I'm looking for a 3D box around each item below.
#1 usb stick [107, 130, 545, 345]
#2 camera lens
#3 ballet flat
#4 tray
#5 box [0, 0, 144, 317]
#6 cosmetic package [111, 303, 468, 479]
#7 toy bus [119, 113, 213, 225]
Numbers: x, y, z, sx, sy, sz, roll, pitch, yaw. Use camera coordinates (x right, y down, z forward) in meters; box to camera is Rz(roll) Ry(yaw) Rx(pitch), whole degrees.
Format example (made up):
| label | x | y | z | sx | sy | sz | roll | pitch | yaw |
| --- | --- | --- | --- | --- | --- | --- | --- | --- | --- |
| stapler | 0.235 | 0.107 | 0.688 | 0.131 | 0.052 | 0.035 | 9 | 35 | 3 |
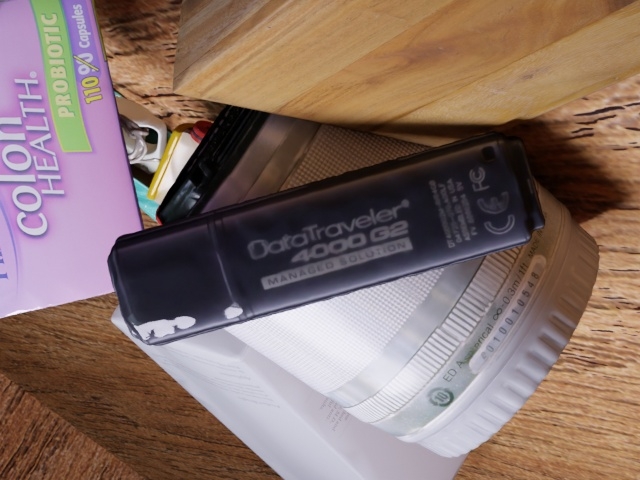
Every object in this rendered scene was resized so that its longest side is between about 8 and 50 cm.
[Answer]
| label | x | y | z | sx | sy | sz | roll | pitch | yaw |
| --- | --- | --- | --- | --- | --- | --- | --- | --- | --- |
| usb stick | 0.000 | 0.000 | 0.948 | 0.045 | 0.278 | 0.077 | -65 | -41 | -77 |
| camera lens | 0.033 | 0.001 | 1.087 | 0.274 | 0.219 | 0.219 | 35 | 161 | -9 |
| ballet flat | -0.149 | -0.070 | 1.409 | 0.247 | 0.083 | 0.087 | 32 | 147 | -7 |
| tray | 0.080 | -0.134 | 0.790 | 0.202 | 0.076 | 0.411 | 10 | 167 | -21 |
| box | -0.208 | -0.095 | 1.093 | 0.243 | 0.117 | 0.214 | -120 | 19 | -68 |
| cosmetic package | -0.017 | 0.148 | 1.631 | 0.217 | 0.156 | 0.385 | 13 | 155 | 42 |
| toy bus | -0.060 | -0.045 | 1.295 | 0.191 | 0.104 | 0.202 | -13 | 106 | 24 |
